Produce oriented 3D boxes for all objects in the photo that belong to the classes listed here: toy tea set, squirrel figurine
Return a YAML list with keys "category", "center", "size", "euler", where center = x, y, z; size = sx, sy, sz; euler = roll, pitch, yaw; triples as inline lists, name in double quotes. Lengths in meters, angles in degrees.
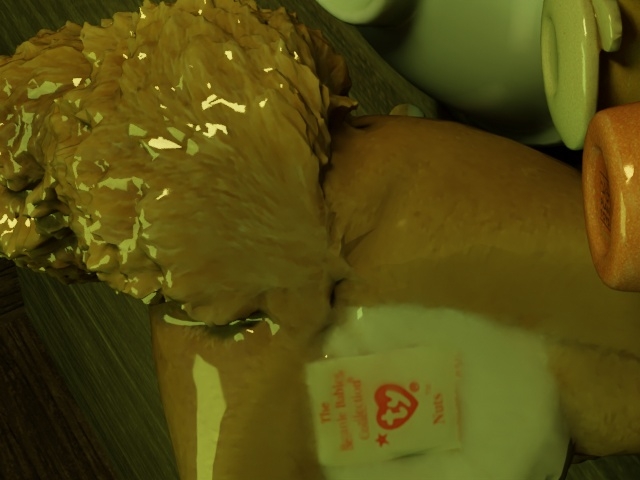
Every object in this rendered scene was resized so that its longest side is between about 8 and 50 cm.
- category: "toy tea set"
  center: [0.170, -0.120, 0.774]
  size: [0.336, 0.124, 0.200]
  euler: [91, 174, -50]
- category: "squirrel figurine"
  center: [0.000, 0.000, 1.083]
  size: [0.397, 0.281, 0.370]
  euler: [43, -171, -14]

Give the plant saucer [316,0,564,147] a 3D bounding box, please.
- category: "plant saucer"
  center: [0.032, -0.227, 1.045]
  size: [0.400, 0.100, 0.400]
  euler: [56, 158, 36]
